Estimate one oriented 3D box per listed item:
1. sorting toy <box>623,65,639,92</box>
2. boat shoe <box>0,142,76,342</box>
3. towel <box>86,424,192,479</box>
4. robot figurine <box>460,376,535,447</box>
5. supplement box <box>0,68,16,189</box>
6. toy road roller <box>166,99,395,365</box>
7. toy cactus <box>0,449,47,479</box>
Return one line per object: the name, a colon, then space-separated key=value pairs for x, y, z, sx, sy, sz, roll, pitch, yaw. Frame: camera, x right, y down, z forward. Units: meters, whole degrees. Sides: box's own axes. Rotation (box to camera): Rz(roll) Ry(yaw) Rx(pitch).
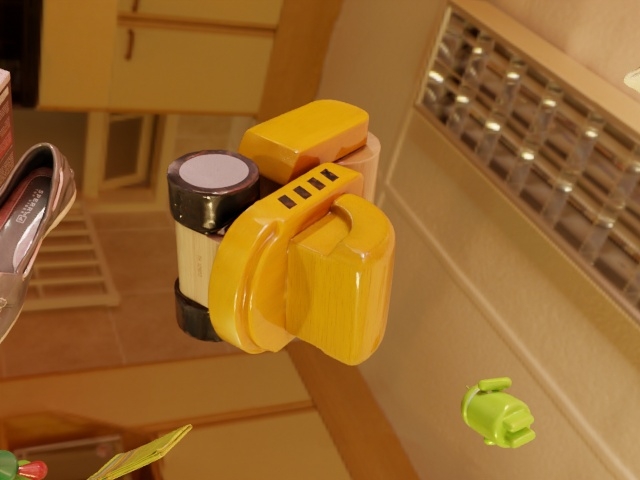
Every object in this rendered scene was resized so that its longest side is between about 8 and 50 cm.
sorting toy: x=0.395 y=-0.185 z=0.890 sx=0.083 sy=0.075 sz=0.044 roll=146 pitch=-44 yaw=-74
boat shoe: x=-0.438 y=0.007 z=1.054 sx=0.095 sy=0.112 sz=0.335 roll=100 pitch=6 yaw=-57
towel: x=-0.352 y=0.414 z=1.493 sx=0.237 sy=0.102 sz=0.021 roll=-30 pitch=-83 yaw=34
robot figurine: x=0.237 y=0.236 z=1.047 sx=0.115 sy=0.067 sz=0.101 roll=23 pitch=-51 yaw=59
supplement box: x=-0.507 y=-0.128 z=1.125 sx=0.239 sy=0.073 sz=0.130 roll=111 pitch=-4 yaw=-47
toy road roller: x=0.000 y=0.000 z=0.860 sx=0.241 sy=0.330 sz=0.202 roll=24 pitch=-52 yaw=28
toy cactus: x=-0.349 y=0.253 z=0.762 sx=0.112 sy=0.219 sz=0.180 roll=27 pitch=-71 yaw=24
